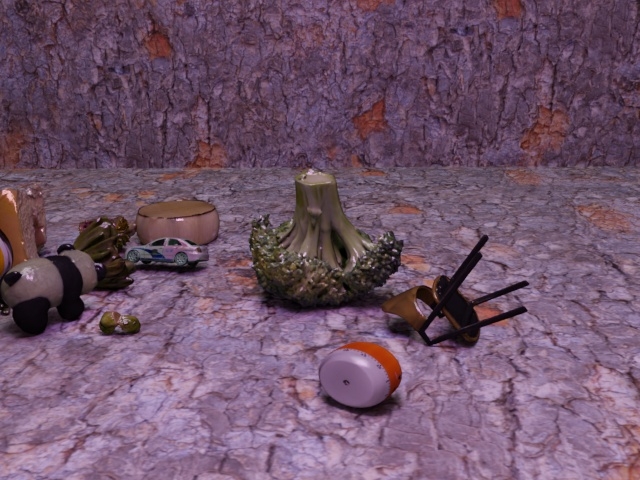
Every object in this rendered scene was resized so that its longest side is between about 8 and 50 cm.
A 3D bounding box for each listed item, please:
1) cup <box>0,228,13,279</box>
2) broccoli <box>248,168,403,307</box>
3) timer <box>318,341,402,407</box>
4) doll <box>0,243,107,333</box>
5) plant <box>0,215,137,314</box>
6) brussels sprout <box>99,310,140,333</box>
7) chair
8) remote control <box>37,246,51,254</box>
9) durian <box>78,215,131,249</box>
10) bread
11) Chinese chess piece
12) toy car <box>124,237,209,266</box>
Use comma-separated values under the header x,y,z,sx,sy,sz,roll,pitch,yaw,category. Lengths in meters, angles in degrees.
x,y,z,sx,sy,sz,roll,pitch,yaw,category
-0.848,0.068,1.650,0.196,0.197,0.280,-2,24,-3,cup
-0.005,0.023,1.591,0.375,0.302,0.249,11,57,23,broccoli
0.074,0.219,1.177,0.136,0.099,0.136,12,13,-3,timer
-0.579,0.096,1.523,0.143,0.135,0.234,41,29,19,doll
-0.623,0.047,1.738,0.333,0.180,0.251,-11,7,-22,plant
-0.418,0.170,1.472,0.083,0.046,0.051,-1,-26,-1,brussels sprout
0.269,0.120,1.423,0.247,0.172,0.159,-42,0,23,chair
-0.883,0.022,2.101,0.184,0.027,0.050,11,20,22,remote control
-0.626,0.007,2.050,0.186,0.119,0.108,-7,50,26,durian
-0.879,-0.029,1.950,0.211,0.224,0.183,-7,9,7,bread
-0.440,-0.053,2.188,0.257,0.104,0.257,-2,15,0,Chinese chess piece
-0.412,0.029,1.892,0.224,0.076,0.090,2,-2,12,toy car
